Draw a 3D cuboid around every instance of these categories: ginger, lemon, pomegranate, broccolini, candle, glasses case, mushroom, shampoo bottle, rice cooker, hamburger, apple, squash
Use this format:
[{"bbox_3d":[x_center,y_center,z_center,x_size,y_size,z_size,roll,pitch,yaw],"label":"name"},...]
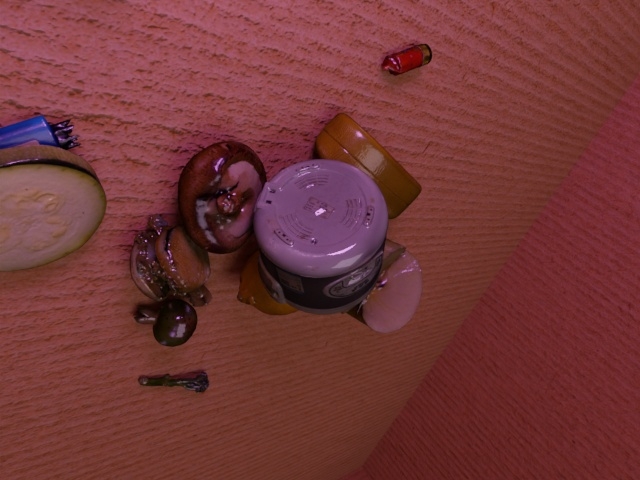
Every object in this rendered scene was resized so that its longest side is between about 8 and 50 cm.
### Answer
[{"bbox_3d":[-0.300,0.124,1.176,0.058,0.044,0.137,-20,140,-4],"label":"ginger"},{"bbox_3d":[-0.094,0.092,1.222,0.257,0.188,0.188,-20,138,-24],"label":"lemon"},{"bbox_3d":[-0.360,0.187,1.134,0.142,0.114,0.114,20,112,-25],"label":"pomegranate"},{"bbox_3d":[-0.399,0.397,1.341,0.067,0.058,0.216,-51,144,13],"label":"broccolini"},{"bbox_3d":[0.195,-0.414,1.116,0.131,0.052,0.052,-27,141,-22],"label":"candle"},{"bbox_3d":[0.126,-0.159,1.201,0.141,0.173,0.371,-48,145,11],"label":"glasses case"},{"bbox_3d":[-0.199,-0.089,0.970,0.194,0.138,0.231,-51,153,-66],"label":"mushroom"},{"bbox_3d":[-0.463,-0.134,0.736,0.183,0.050,0.087,-28,145,-23],"label":"shampoo bottle"},{"bbox_3d":[0.001,0.002,1.028,0.288,0.288,0.277,-33,154,-17],"label":"rice cooker"},{"bbox_3d":[-0.317,0.035,0.986,0.131,0.184,0.159,-12,-179,17],"label":"hamburger"},{"bbox_3d":[0.146,0.113,1.452,0.295,0.233,0.257,33,87,-37],"label":"apple"},{"bbox_3d":[-0.473,-0.047,0.770,0.252,0.049,0.252,-30,155,-16],"label":"squash"}]
